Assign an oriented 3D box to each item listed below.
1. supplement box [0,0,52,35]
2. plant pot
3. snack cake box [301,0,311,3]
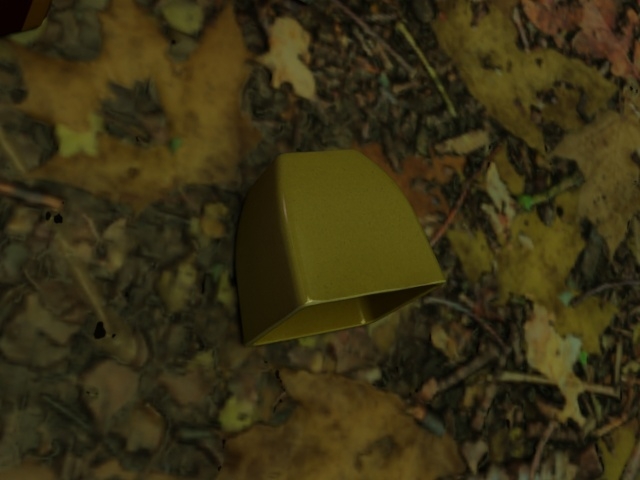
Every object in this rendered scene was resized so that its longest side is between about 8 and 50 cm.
[{"bbox_3d":[-0.214,-0.126,0.311,0.188,0.081,0.104,-23,93,-29],"label":"supplement box"},{"bbox_3d":[0.000,0.000,0.406,0.081,0.081,0.083,-8,73,-29],"label":"plant pot"},{"bbox_3d":[-0.003,-0.220,0.333,0.152,0.264,0.089,18,73,-24],"label":"snack cake box"}]
